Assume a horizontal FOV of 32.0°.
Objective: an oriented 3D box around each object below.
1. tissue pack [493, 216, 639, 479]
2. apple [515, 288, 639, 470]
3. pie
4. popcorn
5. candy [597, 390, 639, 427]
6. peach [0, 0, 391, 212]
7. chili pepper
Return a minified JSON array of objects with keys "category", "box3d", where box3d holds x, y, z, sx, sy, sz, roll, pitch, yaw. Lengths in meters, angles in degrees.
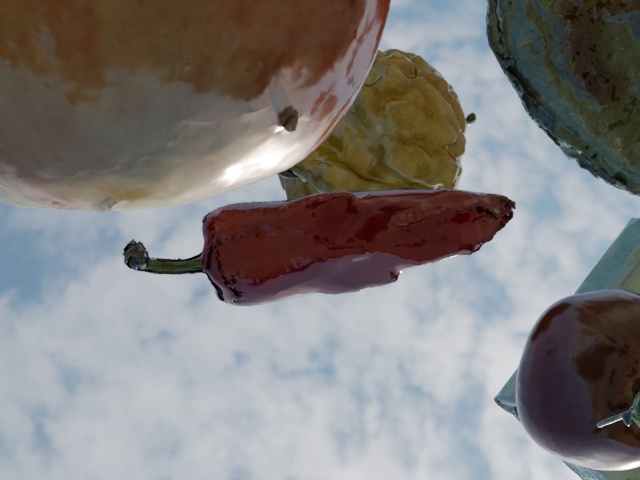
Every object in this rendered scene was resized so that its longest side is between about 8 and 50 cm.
[{"category":"tissue pack","box3d":[0.499,0.192,1.742,0.287,0.162,0.388,43,-103,-15]},{"category":"apple","box3d":[0.352,0.168,1.356,0.234,0.234,0.234,17,-122,-29]},{"category":"pie","box3d":[0.272,-0.171,0.841,0.302,0.302,0.067,53,-153,-1]},{"category":"popcorn","box3d":[0.054,-0.131,1.729,0.381,0.349,0.349,2,-118,-6]},{"category":"candy","box3d":[0.238,0.136,0.858,0.035,0.123,0.035,10,-108,-10]},{"category":"peach","box3d":[-0.085,-0.124,0.400,0.232,0.232,0.233,17,-122,-29]},{"category":"chili pepper","box3d":[0.000,0.000,1.103,0.110,0.387,0.110,-9,-90,-80]}]
